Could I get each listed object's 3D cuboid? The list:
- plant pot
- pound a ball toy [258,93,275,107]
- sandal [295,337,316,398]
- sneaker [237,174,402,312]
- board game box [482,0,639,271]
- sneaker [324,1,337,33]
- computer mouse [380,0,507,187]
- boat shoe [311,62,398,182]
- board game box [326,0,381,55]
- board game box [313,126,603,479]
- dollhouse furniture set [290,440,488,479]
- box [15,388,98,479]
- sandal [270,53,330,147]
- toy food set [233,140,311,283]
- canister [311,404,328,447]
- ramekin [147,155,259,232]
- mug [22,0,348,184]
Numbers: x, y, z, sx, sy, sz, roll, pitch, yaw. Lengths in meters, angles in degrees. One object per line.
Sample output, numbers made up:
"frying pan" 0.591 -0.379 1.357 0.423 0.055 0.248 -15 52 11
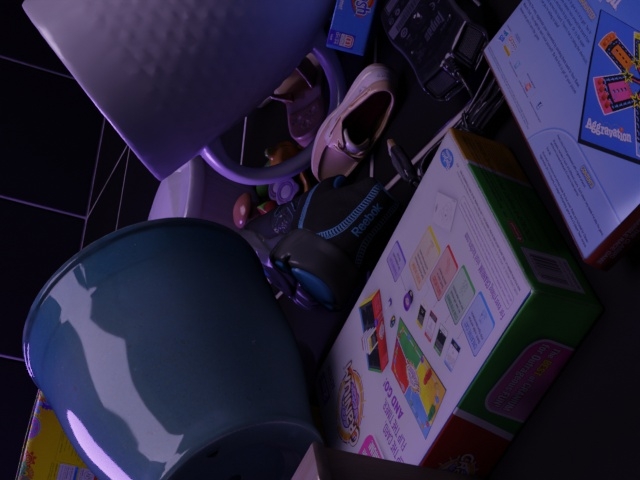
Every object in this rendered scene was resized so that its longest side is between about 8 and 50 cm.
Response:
"plant pot" -0.129 0.160 1.065 0.255 0.271 0.272 54 128 42
"pound a ball toy" -0.151 -0.356 1.704 0.136 0.208 0.319 157 126 -66
"sandal" -0.079 0.236 1.273 0.265 0.102 0.076 -66 19 0
"sneaker" 0.000 0.000 1.238 0.139 0.125 0.341 -49 15 -9
"board game box" 0.210 -0.122 0.811 0.145 0.027 0.281 -54 30 31
"sneaker" -0.024 -0.378 1.542 0.267 0.101 0.106 -104 33 -54
"computer mouse" 0.118 -0.165 1.083 0.184 0.060 0.262 -59 37 27
"boat shoe" 0.038 -0.126 1.253 0.059 0.063 0.170 -94 27 -54
"board game box" 0.058 -0.307 1.226 0.210 0.047 0.160 -69 -7 -71
"board game box" 0.098 0.097 0.933 0.242 0.064 0.316 -104 35 -53
"dollhouse furniture set" 0.063 0.279 0.756 0.242 0.161 0.212 -105 36 -54
"box" -0.358 0.367 1.673 0.279 0.177 0.290 112 170 -83
"sandal" -0.043 -0.225 1.476 0.088 0.079 0.240 -36 37 16
"toy food set" -0.074 -0.051 1.482 0.128 0.071 0.218 -108 38 -56
"canister" -0.032 0.275 1.142 0.170 0.073 0.126 -92 27 -42
"ramekin" -0.191 0.003 1.673 0.273 0.127 0.273 -165 90 -71
"mug" -0.125 -0.243 1.341 0.328 0.374 0.276 -38 6 -3
